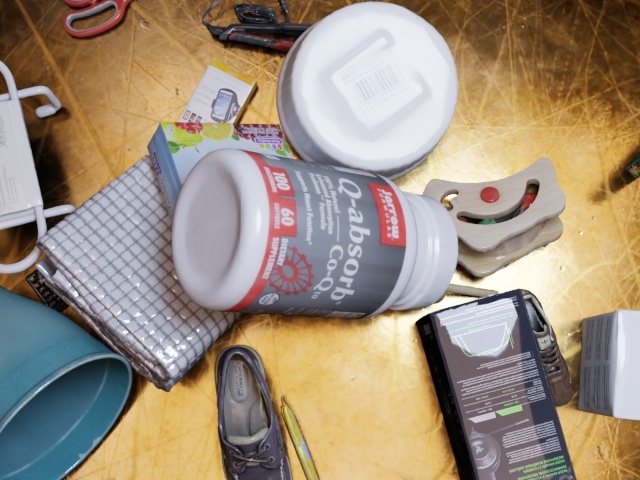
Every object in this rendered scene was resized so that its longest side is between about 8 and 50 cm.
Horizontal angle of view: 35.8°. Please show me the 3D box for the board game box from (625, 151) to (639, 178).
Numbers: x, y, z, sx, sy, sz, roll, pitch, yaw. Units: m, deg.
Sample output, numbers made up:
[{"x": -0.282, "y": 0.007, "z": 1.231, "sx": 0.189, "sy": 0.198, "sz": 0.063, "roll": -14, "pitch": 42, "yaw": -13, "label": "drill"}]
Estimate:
[{"x": 0.528, "y": -0.169, "z": 1.433, "sx": 0.030, "sy": 0.260, "sz": 0.136, "roll": 41, "pitch": 85, "yaw": 6, "label": "board game box"}]

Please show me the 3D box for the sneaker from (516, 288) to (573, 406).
[{"x": 0.327, "y": 0.162, "z": 1.489, "sx": 0.066, "sy": 0.071, "sz": 0.188, "roll": -24, "pitch": 82, "yaw": -2, "label": "sneaker"}]

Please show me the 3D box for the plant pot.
[{"x": -0.460, "y": 0.197, "z": 1.428, "sx": 0.255, "sy": 0.271, "sz": 0.272, "roll": 37, "pitch": 85, "yaw": 21, "label": "plant pot"}]

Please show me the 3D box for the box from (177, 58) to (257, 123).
[{"x": -0.168, "y": -0.212, "z": 1.579, "sx": 0.081, "sy": 0.028, "sz": 0.136, "roll": 28, "pitch": 86, "yaw": 5, "label": "box"}]

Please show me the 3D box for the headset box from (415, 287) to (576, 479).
[{"x": 0.241, "y": 0.227, "z": 1.397, "sx": 0.131, "sy": 0.246, "sz": 0.283, "roll": -15, "pitch": 83, "yaw": -1, "label": "headset box"}]

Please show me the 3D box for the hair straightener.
[{"x": -0.078, "y": -0.349, "z": 1.592, "sx": 0.230, "sy": 0.047, "sz": 0.089, "roll": 9, "pitch": 82, "yaw": 8, "label": "hair straightener"}]

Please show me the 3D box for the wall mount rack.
[{"x": -0.536, "y": -0.093, "z": 1.524, "sx": 0.304, "sy": 0.130, "sz": 0.350, "roll": -15, "pitch": 77, "yaw": -3, "label": "wall mount rack"}]

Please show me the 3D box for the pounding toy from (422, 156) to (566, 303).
[{"x": 0.243, "y": -0.013, "z": 1.518, "sx": 0.269, "sy": 0.155, "sz": 0.154, "roll": -26, "pitch": 54, "yaw": -11, "label": "pounding toy"}]

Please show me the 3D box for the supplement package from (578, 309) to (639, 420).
[{"x": 0.490, "y": 0.183, "z": 1.415, "sx": 0.194, "sy": 0.203, "sz": 0.149, "roll": 4, "pitch": 83, "yaw": 2, "label": "supplement package"}]

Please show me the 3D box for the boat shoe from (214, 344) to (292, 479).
[{"x": -0.106, "y": 0.295, "z": 1.474, "sx": 0.102, "sy": 0.092, "sz": 0.285, "roll": -10, "pitch": 82, "yaw": 1, "label": "boat shoe"}]

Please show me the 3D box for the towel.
[{"x": -0.250, "y": 0.050, "z": 1.468, "sx": 0.283, "sy": 0.121, "sz": 0.235, "roll": 42, "pitch": 63, "yaw": 6, "label": "towel"}]

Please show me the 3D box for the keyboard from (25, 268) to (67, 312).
[{"x": -0.379, "y": 0.022, "z": 1.557, "sx": 0.180, "sy": 0.023, "sz": 0.108, "roll": -37, "pitch": 83, "yaw": -4, "label": "keyboard"}]

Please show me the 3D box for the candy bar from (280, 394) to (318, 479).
[{"x": -0.032, "y": 0.311, "z": 1.497, "sx": 0.018, "sy": 0.040, "sz": 0.161, "roll": -21, "pitch": 83, "yaw": -11, "label": "candy bar"}]

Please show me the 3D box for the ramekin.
[{"x": 0.075, "y": -0.225, "z": 1.495, "sx": 0.277, "sy": 0.135, "sz": 0.277, "roll": 0, "pitch": 91, "yaw": -6, "label": "ramekin"}]

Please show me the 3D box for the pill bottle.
[{"x": 0.000, "y": 0.000, "z": 1.352, "sx": 0.363, "sy": 0.210, "sz": 0.210, "roll": 6, "pitch": 80, "yaw": -37, "label": "pill bottle"}]

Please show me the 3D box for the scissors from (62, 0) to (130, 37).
[{"x": -0.286, "y": -0.419, "z": 1.617, "sx": 0.297, "sy": 0.021, "sz": 0.109, "roll": -19, "pitch": 80, "yaw": -2, "label": "scissors"}]

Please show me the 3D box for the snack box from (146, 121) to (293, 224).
[{"x": -0.132, "y": -0.088, "z": 1.467, "sx": 0.207, "sy": 0.070, "sz": 0.174, "roll": -3, "pitch": 60, "yaw": -34, "label": "snack box"}]
